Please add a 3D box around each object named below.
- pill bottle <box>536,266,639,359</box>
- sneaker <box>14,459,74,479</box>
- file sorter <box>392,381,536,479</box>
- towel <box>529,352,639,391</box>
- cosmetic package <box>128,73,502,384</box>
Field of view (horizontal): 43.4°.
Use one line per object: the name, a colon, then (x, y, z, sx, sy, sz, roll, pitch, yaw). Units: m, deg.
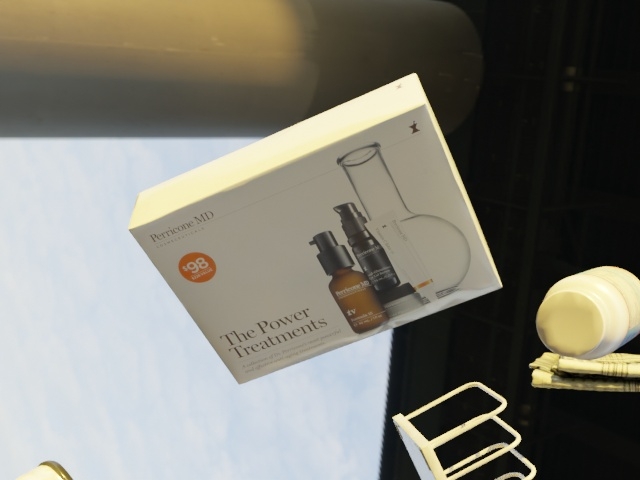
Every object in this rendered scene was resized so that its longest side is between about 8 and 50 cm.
pill bottle: (0.281, 0.076, 0.834, 0.087, 0.160, 0.087, 3, -85, 34)
sneaker: (-0.258, 0.371, 0.872, 0.128, 0.182, 0.315, -10, -74, 37)
file sorter: (0.280, 0.420, 1.419, 0.277, 0.173, 0.193, 65, -6, -6)
towel: (0.549, 0.226, 1.448, 0.324, 0.312, 0.056, -1, -91, 20)
cosmetic package: (0.000, 0.000, 1.006, 0.097, 0.377, 0.284, -93, 158, -58)
